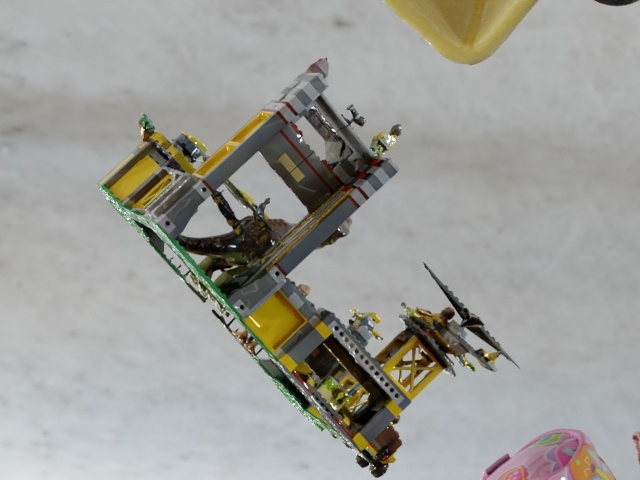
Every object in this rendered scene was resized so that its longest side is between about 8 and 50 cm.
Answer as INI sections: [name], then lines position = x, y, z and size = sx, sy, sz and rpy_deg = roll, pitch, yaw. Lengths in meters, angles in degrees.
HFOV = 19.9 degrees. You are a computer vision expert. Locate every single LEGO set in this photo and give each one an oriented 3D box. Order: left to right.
[LEGO set]
position = 0.000, 0.000, 1.420
size = 0.331, 0.192, 0.255
rpy_deg = 48, 172, -7

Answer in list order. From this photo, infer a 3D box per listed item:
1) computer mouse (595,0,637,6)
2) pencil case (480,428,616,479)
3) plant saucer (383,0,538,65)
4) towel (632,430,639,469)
[computer mouse]
position = 0.317, -0.378, 1.878
size = 0.188, 0.272, 0.072
rpy_deg = 11, 166, -12
[pencil case]
position = 0.231, 0.294, 1.468
size = 0.124, 0.124, 0.284
rpy_deg = -22, 103, 51
[plant saucer]
position = 0.077, -0.321, 1.007
size = 0.333, 0.333, 0.081
rpy_deg = 43, -165, 13
[towel]
position = 0.304, 0.271, 1.061
size = 0.037, 0.237, 0.329
rpy_deg = -35, 121, 24
